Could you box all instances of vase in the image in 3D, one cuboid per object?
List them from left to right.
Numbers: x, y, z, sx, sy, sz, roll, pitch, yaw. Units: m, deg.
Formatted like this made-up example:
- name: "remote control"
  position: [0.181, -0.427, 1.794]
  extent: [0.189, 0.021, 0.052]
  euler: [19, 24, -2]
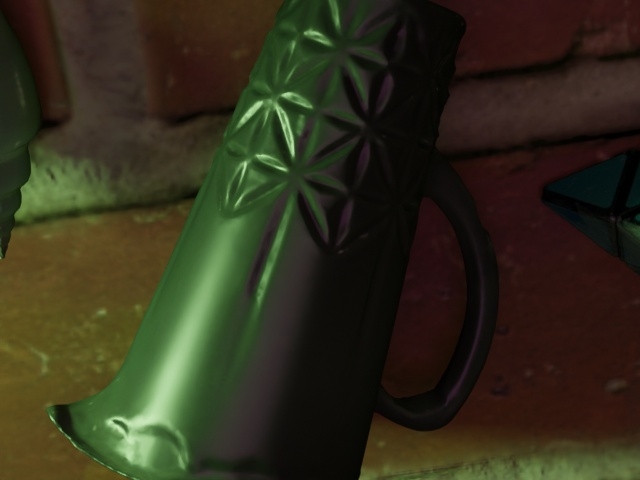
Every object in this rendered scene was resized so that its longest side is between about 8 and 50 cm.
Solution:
- name: "vase"
  position: [0.000, 0.000, 0.827]
  extent: [0.251, 0.156, 0.300]
  euler: [15, 98, -19]

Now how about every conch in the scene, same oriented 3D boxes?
- name: "conch"
  position: [-0.205, -0.078, 0.849]
  extent: [0.065, 0.088, 0.180]
  euler: [-9, 98, -41]

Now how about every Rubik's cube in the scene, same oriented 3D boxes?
- name: "Rubik's cube"
  position: [0.223, 0.011, 0.865]
  extent: [0.178, 0.211, 0.190]
  euler: [10, 130, 20]
